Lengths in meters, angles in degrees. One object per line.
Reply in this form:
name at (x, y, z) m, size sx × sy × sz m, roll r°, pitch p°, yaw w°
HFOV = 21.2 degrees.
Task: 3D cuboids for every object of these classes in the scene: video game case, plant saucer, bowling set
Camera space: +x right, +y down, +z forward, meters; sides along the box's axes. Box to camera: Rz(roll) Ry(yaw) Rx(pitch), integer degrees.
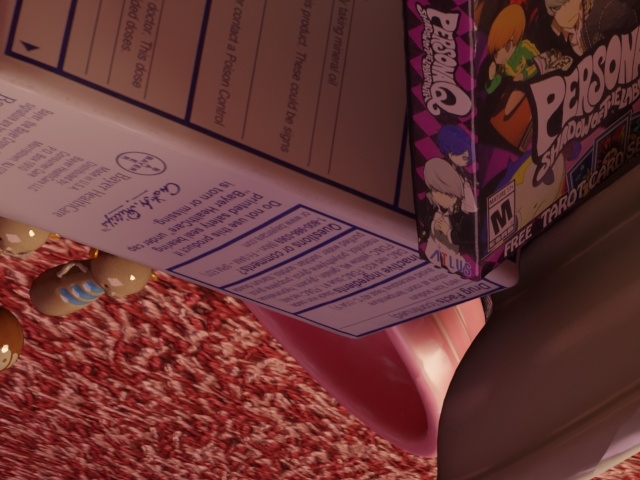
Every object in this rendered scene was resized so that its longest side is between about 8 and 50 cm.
video game case at (0.125, -0.124, 0.763) m, size 0.042 × 0.232 × 0.210 m, roll 26°, pitch 136°, yaw 35°
plant saucer at (0.197, -0.005, 0.881) m, size 0.100 × 0.400 × 0.400 m, roll 54°, pitch 151°, yaw 2°
plant saucer at (0.000, 0.000, 1.182) m, size 0.332 × 0.084 × 0.332 m, roll 46°, pitch 166°, yaw 15°
bowling set at (-0.197, 0.003, 1.304) m, size 0.287 × 0.199 × 0.154 m, roll 21°, pitch 153°, yaw -37°

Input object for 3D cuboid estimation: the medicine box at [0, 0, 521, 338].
medicine box at (-0.039, -0.124, 0.848) m, size 0.289 × 0.263 × 0.149 m, roll 22°, pitch 155°, yaw -28°

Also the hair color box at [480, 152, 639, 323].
hair color box at (0.178, 0.006, 1.208) m, size 0.174 × 0.105 × 0.347 m, roll -19°, pitch 158°, yaw -9°
